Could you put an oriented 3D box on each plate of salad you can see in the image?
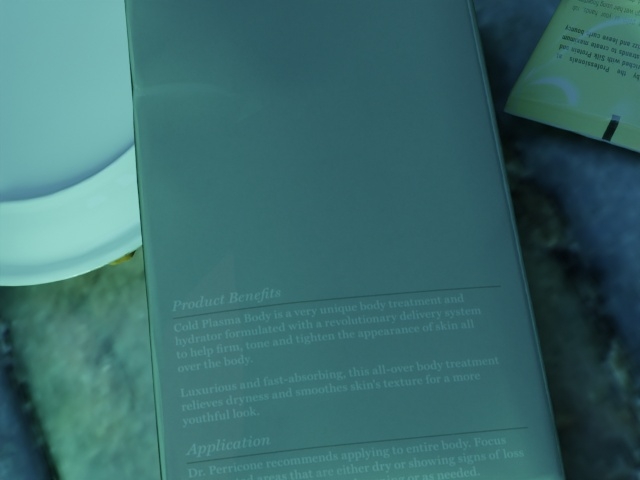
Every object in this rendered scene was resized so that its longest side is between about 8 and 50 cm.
[{"bbox_3d":[-0.105,-0.070,0.779,0.200,0.048,0.200,-10,63,20],"label":"plate of salad"}]

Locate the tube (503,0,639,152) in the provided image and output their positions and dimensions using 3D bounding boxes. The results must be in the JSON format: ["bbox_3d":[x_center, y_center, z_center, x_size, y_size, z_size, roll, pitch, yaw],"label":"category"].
[{"bbox_3d":[0.152,-0.143,0.673,0.240,0.062,0.070,-66,14,-7],"label":"tube"}]

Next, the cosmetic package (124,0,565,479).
[{"bbox_3d":[0.000,0.000,0.634,0.127,0.107,0.238,-4,58,-3],"label":"cosmetic package"}]
